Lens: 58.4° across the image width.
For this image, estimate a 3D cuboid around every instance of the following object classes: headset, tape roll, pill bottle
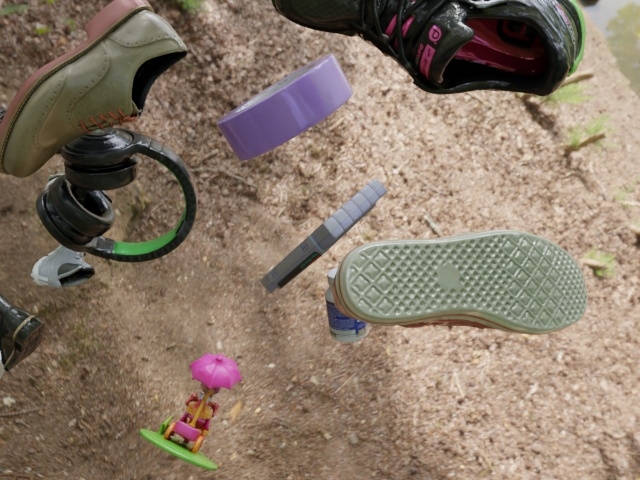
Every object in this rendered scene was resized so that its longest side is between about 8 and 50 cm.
[{"bbox_3d":[-0.417,-0.114,1.033,0.394,0.243,0.185,23,24,-24],"label":"headset"},{"bbox_3d":[-0.073,-0.272,1.167,0.275,0.275,0.090,-41,111,-30],"label":"tape roll"},{"bbox_3d":[0.070,0.172,1.570,0.112,0.112,0.187,-17,112,-25],"label":"pill bottle"}]

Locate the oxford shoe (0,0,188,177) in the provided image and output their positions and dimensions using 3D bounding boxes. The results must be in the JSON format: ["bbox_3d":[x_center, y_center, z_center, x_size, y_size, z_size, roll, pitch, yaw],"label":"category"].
[{"bbox_3d":[-0.352,-0.214,0.878,0.130,0.123,0.348,42,90,-1],"label":"oxford shoe"}]

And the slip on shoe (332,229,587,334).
[{"bbox_3d":[0.167,0.053,0.672,0.331,0.101,0.123,1,78,-17],"label":"slip on shoe"}]

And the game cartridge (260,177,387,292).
[{"bbox_3d":[0.000,0.000,1.413,0.068,0.355,0.230,45,52,-3],"label":"game cartridge"}]

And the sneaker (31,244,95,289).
[{"bbox_3d":[-0.603,0.042,1.452,0.132,0.086,0.229,17,53,22],"label":"sneaker"}]

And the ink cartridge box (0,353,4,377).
[{"bbox_3d":[-0.860,0.278,1.207,0.198,0.197,0.270,37,14,28],"label":"ink cartridge box"}]

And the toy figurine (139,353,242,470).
[{"bbox_3d":[-0.184,0.259,0.910,0.130,0.173,0.159,26,72,3],"label":"toy figurine"}]

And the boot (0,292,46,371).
[{"bbox_3d":[-0.597,0.157,1.073,0.137,0.198,0.077,41,39,-4],"label":"boot"}]

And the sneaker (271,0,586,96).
[{"bbox_3d":[0.153,-0.334,0.841,0.482,0.185,0.202,14,46,7],"label":"sneaker"}]

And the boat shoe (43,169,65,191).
[{"bbox_3d":[-0.640,-0.129,1.447,0.103,0.302,0.113,12,97,-40],"label":"boat shoe"}]
